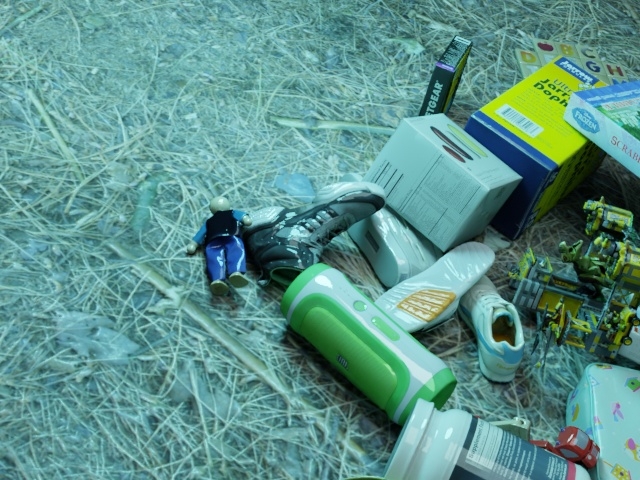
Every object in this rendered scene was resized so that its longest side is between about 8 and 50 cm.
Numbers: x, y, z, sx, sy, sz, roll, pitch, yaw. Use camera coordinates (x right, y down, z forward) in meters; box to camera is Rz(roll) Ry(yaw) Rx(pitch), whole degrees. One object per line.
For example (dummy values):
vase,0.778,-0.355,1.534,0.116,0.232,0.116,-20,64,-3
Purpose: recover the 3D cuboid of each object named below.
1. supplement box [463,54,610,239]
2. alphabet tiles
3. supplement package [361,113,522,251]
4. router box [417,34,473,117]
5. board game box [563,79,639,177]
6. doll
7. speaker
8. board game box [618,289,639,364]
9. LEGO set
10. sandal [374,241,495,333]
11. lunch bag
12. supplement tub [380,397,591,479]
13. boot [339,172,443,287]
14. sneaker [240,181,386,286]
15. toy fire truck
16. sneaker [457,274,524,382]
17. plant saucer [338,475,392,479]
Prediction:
supplement box,0.440,-0.194,2.112,0.195,0.194,0.356,38,47,19
alphabet tiles,0.611,-0.362,2.465,0.285,0.011,0.343,6,45,-12
supplement package,0.225,-0.112,1.924,0.203,0.149,0.194,41,25,15
router box,0.256,-0.319,2.186,0.046,0.179,0.133,25,45,10
board game box,0.683,-0.198,1.977,0.318,0.066,0.318,-14,43,-30
doll,-0.171,0.000,1.803,0.129,0.046,0.189,-21,53,17
speaker,0.074,0.168,1.684,0.296,0.131,0.131,41,48,22
board game box,0.628,0.162,1.858,0.193,0.053,0.305,26,25,8
LEGO set,0.430,0.051,1.810,0.192,0.255,0.331,17,28,-1
sandal,0.204,0.101,1.820,0.265,0.076,0.102,-32,48,-22
lunch bag,0.514,0.341,1.674,0.224,0.108,0.279,14,44,-7
supplement tub,0.230,0.360,1.502,0.272,0.191,0.191,25,44,7
boot,0.132,-0.021,1.930,0.123,0.095,0.258,-4,54,-33
sneaker,0.000,0.000,1.819,0.268,0.101,0.153,-17,58,0
toy fire truck,0.316,0.314,1.614,0.135,0.192,0.047,46,45,-12
sneaker,0.301,0.131,1.821,0.087,0.092,0.229,-1,46,-17
plant saucer,0.062,0.441,1.408,0.240,0.037,0.241,-2,73,7
